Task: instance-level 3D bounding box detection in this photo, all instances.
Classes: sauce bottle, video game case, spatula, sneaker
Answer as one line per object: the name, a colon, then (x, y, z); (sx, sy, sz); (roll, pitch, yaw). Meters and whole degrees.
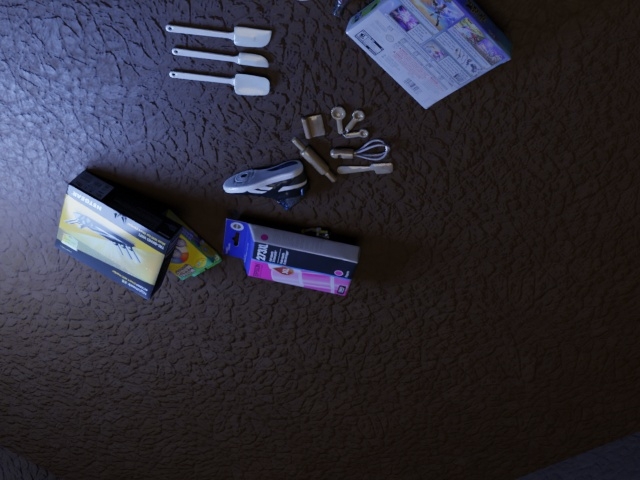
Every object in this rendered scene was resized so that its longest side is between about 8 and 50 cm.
sauce bottle: (0.060, -0.537, 1.718); (0.042, 0.042, 0.128); (18, 133, -10)
video game case: (0.234, -0.438, 1.741); (0.269, 0.061, 0.244); (38, 139, -26)
spatula: (-0.236, -0.420, 1.868); (0.241, 0.019, 0.168); (6, 132, 1)
sneaker: (-0.132, -0.123, 2.077); (0.216, 0.079, 0.121); (-12, 128, 14)

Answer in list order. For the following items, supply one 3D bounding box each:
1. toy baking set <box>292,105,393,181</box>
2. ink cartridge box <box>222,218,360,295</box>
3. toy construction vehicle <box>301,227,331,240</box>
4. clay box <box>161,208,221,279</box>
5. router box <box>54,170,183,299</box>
toy baking set: (0.059, -0.225, 1.999); (0.196, 0.030, 0.256); (-26, 124, 26)
ink cartridge box: (-0.088, 0.047, 2.211); (0.370, 0.069, 0.176); (14, 144, -2)
toy construction vehicle: (0.000, 0.000, 2.207); (0.098, 0.035, 0.086); (1, 143, 11)
clay box: (-0.393, 0.024, 2.252); (0.127, 0.053, 0.222); (-28, 121, 29)
router box: (-0.546, -0.011, 2.169); (0.308, 0.081, 0.243); (29, 130, 2)
